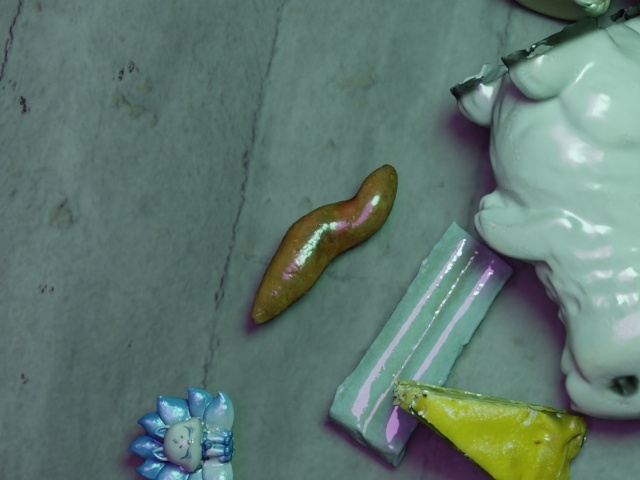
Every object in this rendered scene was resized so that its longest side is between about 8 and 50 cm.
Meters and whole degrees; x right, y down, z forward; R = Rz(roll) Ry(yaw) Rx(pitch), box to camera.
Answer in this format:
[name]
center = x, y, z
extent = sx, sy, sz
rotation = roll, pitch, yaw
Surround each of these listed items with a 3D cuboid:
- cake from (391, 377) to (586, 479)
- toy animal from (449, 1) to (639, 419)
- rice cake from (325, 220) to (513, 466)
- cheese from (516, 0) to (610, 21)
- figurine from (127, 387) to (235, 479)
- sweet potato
[cake]
center = 0.145, 0.192, 1.564
extent = 0.185, 0.080, 0.116
rotation = 5, 95, -20
[toy animal]
center = 0.270, -0.023, 1.549
extent = 0.258, 0.194, 0.357
rotation = -24, 89, -10
[rice cake]
center = 0.096, 0.095, 1.613
extent = 0.085, 0.040, 0.226
rotation = 32, 85, 14
[cheese]
center = 0.197, -0.257, 1.640
extent = 0.171, 0.092, 0.047
rotation = 23, 76, 13
[figurine]
center = -0.132, 0.193, 1.612
extent = 0.114, 0.079, 0.114
rotation = -1, 85, 8
[sweet potato]
center = 0.001, 0.001, 1.642
extent = 0.202, 0.055, 0.058
rotation = -44, 112, -3
